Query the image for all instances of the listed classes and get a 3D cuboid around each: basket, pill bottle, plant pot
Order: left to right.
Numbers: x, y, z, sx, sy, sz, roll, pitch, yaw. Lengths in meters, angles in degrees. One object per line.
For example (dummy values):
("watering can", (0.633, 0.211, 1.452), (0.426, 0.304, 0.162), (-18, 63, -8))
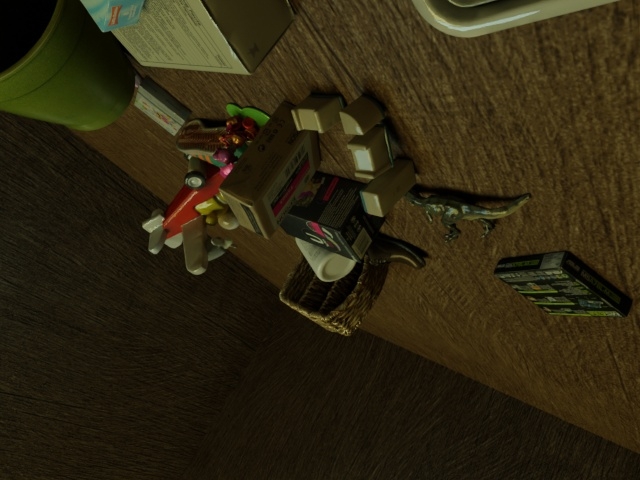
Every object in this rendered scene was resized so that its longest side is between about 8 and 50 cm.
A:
("plant pot", (-0.592, -0.410, 0.898), (0.367, 0.366, 0.353), (29, 177, 8))
("pill bottle", (0.000, 0.000, 1.253), (0.229, 0.131, 0.131), (55, -178, 39))
("basket", (0.051, 0.122, 1.338), (0.223, 0.299, 0.213), (38, 163, -25))

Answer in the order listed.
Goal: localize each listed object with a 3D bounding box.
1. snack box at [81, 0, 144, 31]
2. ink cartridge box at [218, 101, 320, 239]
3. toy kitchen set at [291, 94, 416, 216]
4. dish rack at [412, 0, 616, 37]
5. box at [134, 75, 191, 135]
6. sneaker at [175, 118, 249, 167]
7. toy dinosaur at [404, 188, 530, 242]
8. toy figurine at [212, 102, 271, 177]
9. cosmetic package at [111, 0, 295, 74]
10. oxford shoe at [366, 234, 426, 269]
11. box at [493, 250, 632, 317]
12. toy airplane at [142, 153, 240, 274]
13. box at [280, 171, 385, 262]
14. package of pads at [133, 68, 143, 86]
("snack box", (-0.237, -0.401, 0.436), (0.187, 0.060, 0.322), (56, 145, -7))
("ink cartridge box", (-0.097, -0.142, 0.910), (0.088, 0.234, 0.193), (28, 165, 13))
("toy kitchen set", (0.065, -0.175, 0.796), (0.166, 0.122, 0.207), (18, 140, 41))
("dish rack", (0.161, -0.291, 0.261), (0.333, 0.072, 0.285), (12, 157, 50))
("box", (-0.461, -0.383, 1.225), (0.145, 0.038, 0.186), (38, 164, -23))
("sneaker", (-0.297, -0.256, 1.180), (0.302, 0.108, 0.121), (25, 172, 44))
("toy dinosaur", (0.278, -0.049, 0.829), (0.268, 0.064, 0.118), (11, 148, 45))
("toy figurine", (-0.192, -0.219, 0.994), (0.173, 0.159, 0.130), (29, 165, 9))
("cosmetic package", (-0.206, -0.359, 0.641), (0.296, 0.129, 0.153), (21, 160, 34))
("oxford shoe", (0.190, 0.042, 1.216), (0.227, 0.096, 0.083), (23, 161, 24))
("box", (0.500, 0.097, 0.891), (0.184, 0.045, 0.191), (32, 164, -10))
("toy airplane", (-0.393, -0.090, 1.388), (0.272, 0.386, 0.384), (23, 171, -37))
("box", (0.005, -0.074, 1.107), (0.270, 0.143, 0.165), (21, 161, 35))
("package of pads", (-0.521, -0.453, 1.130), (0.050, 0.032, 0.083), (25, 164, 31))
